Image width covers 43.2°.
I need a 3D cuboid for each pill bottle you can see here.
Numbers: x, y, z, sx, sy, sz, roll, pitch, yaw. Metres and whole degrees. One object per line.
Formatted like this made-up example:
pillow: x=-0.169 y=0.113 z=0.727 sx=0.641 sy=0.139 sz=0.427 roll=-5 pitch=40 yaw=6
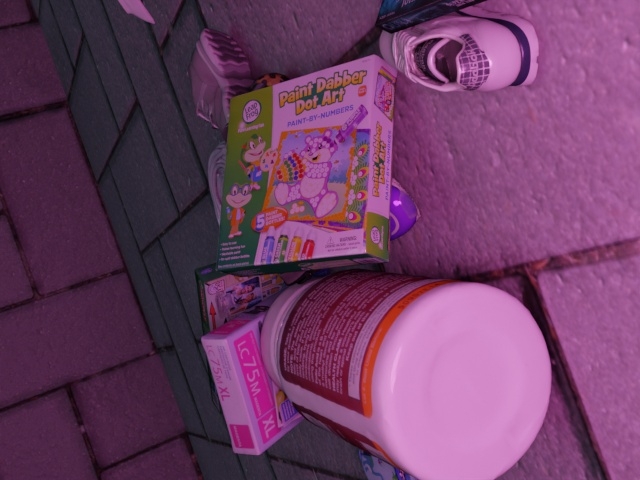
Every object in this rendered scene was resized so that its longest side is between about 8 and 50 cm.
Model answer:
pill bottle: x=0.080 y=0.150 z=1.023 sx=0.392 sy=0.224 sz=0.224 roll=4 pitch=111 yaw=65

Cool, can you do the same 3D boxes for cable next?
cable: x=-0.127 y=-0.064 z=1.484 sx=0.257 sy=0.089 sz=0.257 roll=12 pitch=120 yaw=64

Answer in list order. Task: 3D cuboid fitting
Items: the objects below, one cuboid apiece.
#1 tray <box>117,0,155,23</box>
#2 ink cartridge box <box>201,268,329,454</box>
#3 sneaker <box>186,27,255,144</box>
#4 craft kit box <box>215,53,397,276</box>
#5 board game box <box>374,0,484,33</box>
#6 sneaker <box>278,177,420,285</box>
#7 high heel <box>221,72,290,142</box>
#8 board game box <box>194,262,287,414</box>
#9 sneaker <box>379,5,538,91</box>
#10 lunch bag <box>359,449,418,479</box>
tray: x=-0.348 y=-0.446 z=1.210 sx=0.145 sy=0.030 sz=0.270 roll=53 pitch=177 yaw=42
ink cartridge box: x=-0.040 y=0.174 z=1.262 sx=0.065 sy=0.311 sz=0.186 roll=-5 pitch=105 yaw=37
sneaker: x=-0.154 y=-0.225 z=1.370 sx=0.115 sy=0.105 sz=0.281 roll=-48 pitch=49 yaw=36
craft kit box: x=-0.021 y=-0.086 z=1.023 sx=0.250 sy=0.061 sz=0.246 roll=-8 pitch=70 yaw=39
board game box: x=0.122 y=-0.274 z=0.765 sx=0.186 sy=0.026 sz=0.126 roll=6 pitch=78 yaw=64
sneaker: x=0.000 y=0.001 z=1.091 sx=0.293 sy=0.146 sz=0.102 roll=-9 pitch=127 yaw=47
high heel: x=-0.016 y=-0.137 z=1.239 sx=0.261 sy=0.186 sz=0.093 roll=44 pitch=133 yaw=-17
board game box: x=-0.103 y=0.150 z=1.439 sx=0.046 sy=0.213 sz=0.317 roll=47 pitch=148 yaw=44
sneaker: x=0.116 y=-0.199 z=0.836 sx=0.235 sy=0.095 sz=0.090 roll=28 pitch=135 yaw=59
lunch bag: x=0.152 y=0.392 z=1.228 sx=0.176 sy=0.090 sz=0.219 roll=-9 pitch=101 yaw=64
